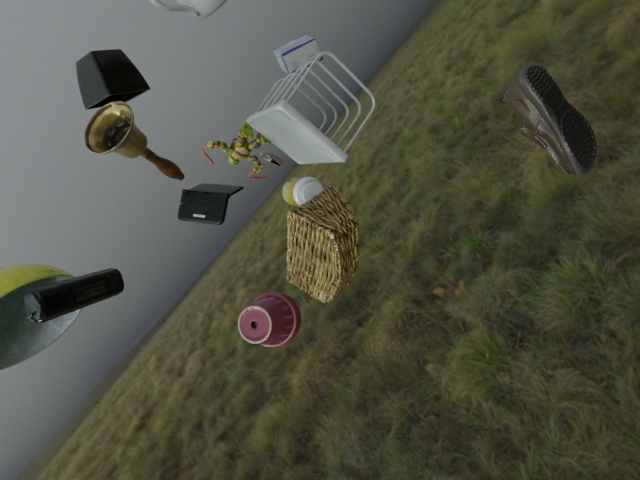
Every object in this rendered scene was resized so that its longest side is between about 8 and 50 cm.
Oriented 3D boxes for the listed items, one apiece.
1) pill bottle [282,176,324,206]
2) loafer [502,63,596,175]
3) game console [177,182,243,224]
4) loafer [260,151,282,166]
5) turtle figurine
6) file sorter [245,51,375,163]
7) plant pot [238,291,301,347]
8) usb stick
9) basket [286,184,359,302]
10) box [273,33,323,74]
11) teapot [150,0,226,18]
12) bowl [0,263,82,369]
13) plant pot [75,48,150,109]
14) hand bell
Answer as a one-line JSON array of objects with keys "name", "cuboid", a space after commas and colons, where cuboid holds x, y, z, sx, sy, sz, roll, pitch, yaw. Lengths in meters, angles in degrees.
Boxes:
[{"name": "pill bottle", "cuboid": [-0.060, -0.177, 1.480, 0.117, 0.117, 0.215, -50, 20, -7]}, {"name": "loafer", "cuboid": [0.692, -0.353, 1.214, 0.134, 0.365, 0.130, -34, 2, -21]}, {"name": "game console", "cuboid": [-0.253, -0.087, 0.926, 0.071, 0.122, 0.107, 28, -110, -70]}, {"name": "loafer", "cuboid": [-0.237, -0.396, 1.950, 0.045, 0.125, 0.039, -28, 57, 42]}, {"name": "turtle figurine", "cuboid": [-0.267, -0.324, 1.432, 0.217, 0.270, 0.087, -30, 45, 46]}, {"name": "file sorter", "cuboid": [-0.028, -0.317, 0.997, 0.173, 0.193, 0.278, -57, 26, -7]}, {"name": "plant pot", "cuboid": [-0.192, 0.287, 1.419, 0.201, 0.201, 0.180, -47, -16, 10]}, {"name": "usb stick", "cuboid": [-0.571, 0.122, 0.951, 0.045, 0.077, 0.278, -13, 4, 10]}, {"name": "basket", "cuboid": [0.040, 0.015, 1.247, 0.223, 0.214, 0.298, -37, -37, -41]}, {"name": "box", "cuboid": [-0.077, -0.626, 1.344, 0.126, 0.072, 0.137, -29, 38, -2]}, {"name": "teapot", "cuboid": [-0.291, -0.677, 0.950, 0.253, 0.187, 0.255, -33, 44, 22]}, {"name": "bowl", "cuboid": [-0.756, 0.156, 0.972, 0.289, 0.156, 0.289, -49, -15, -17]}, {"name": "plant pot", "cuboid": [-0.806, -0.619, 1.520, 0.188, 0.166, 0.187, -5, 23, 35]}, {"name": "hand bell", "cuboid": [-0.405, -0.203, 0.942, 0.126, 0.126, 0.242, -49, -25, 0]}]
